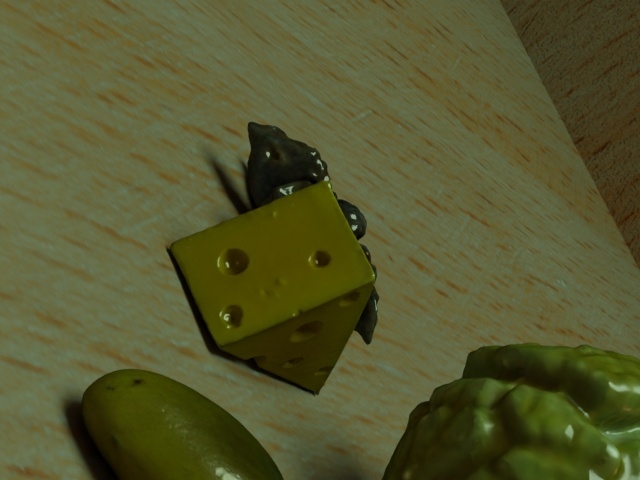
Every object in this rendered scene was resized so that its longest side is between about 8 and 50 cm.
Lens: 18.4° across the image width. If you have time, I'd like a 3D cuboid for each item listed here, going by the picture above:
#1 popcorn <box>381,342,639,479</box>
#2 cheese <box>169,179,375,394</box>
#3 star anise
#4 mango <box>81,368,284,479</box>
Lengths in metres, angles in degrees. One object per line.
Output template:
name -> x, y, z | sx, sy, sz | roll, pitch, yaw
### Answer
popcorn -> 0.167, 0.197, 1.434 | 0.282, 0.247, 0.282 | -8, 100, -53
cheese -> -0.027, 0.050, 1.475 | 0.171, 0.126, 0.093 | 81, -17, -66
star anise -> -0.008, -0.015, 1.623 | 0.197, 0.073, 0.212 | 59, 7, -12
mango -> -0.074, 0.137, 1.139 | 0.161, 0.076, 0.103 | 49, 23, -7
